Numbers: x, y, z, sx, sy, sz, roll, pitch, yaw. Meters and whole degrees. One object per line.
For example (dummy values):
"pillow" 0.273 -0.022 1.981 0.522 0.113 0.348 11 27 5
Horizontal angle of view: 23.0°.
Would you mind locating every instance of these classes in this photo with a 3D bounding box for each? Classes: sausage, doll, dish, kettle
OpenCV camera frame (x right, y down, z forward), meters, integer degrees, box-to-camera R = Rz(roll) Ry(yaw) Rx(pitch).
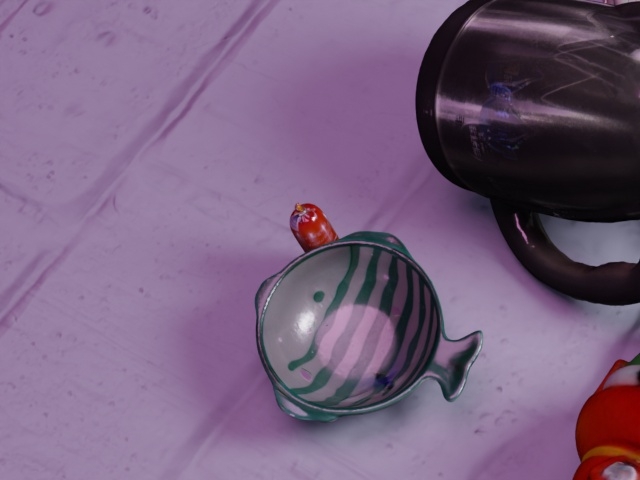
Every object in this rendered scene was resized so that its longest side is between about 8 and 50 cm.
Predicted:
"sausage" 0.000 0.000 1.709 0.048 0.145 0.050 22 68 33
"doll" 0.335 0.183 1.464 0.183 0.160 0.363 25 48 30
"dish" 0.049 0.107 1.656 0.246 0.078 0.224 20 69 19
"kettle" 0.280 -0.093 1.611 0.228 0.320 0.324 -4 12 -35

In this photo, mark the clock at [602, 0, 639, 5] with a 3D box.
"clock" 0.455 -0.270 1.788 0.324 0.108 0.265 -43 58 -14
